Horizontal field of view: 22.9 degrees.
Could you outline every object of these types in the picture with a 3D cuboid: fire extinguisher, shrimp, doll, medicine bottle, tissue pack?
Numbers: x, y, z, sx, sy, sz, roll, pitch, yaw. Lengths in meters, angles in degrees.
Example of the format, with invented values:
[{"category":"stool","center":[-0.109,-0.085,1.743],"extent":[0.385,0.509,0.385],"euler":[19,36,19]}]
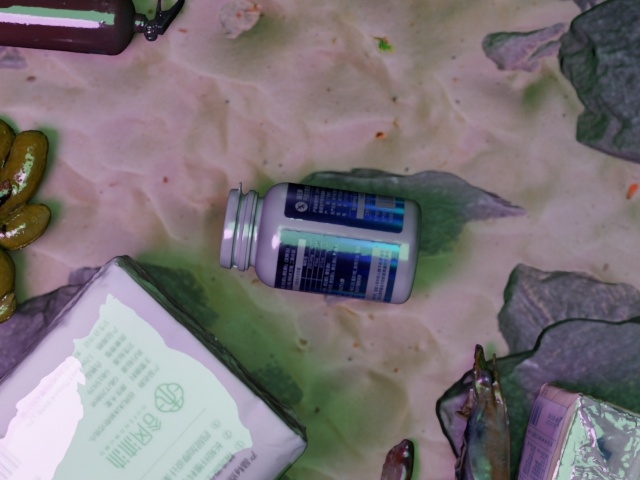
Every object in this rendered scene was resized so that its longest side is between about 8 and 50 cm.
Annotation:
[{"category":"fire extinguisher","center":[-0.273,-0.234,1.594],"extent":[0.267,0.072,0.089],"euler":[5,52,-1]},{"category":"shrimp","center":[0.127,0.227,1.583],"extent":[0.143,0.052,0.251],"euler":[3,72,23]},{"category":"doll","center":[-0.342,-0.023,1.571],"extent":[0.137,0.097,0.209],"euler":[15,82,5]},{"category":"medicine bottle","center":[0.000,0.000,1.569],"extent":[0.191,0.107,0.107],"euler":[8,88,0]},{"category":"tissue pack","center":[0.247,0.221,1.521],"extent":[0.092,0.196,0.148],"euler":[16,88,0]},{"category":"tissue pack","center":[-0.221,0.226,1.513],"extent":[0.266,0.194,0.356],"euler":[44,89,-1]}]
